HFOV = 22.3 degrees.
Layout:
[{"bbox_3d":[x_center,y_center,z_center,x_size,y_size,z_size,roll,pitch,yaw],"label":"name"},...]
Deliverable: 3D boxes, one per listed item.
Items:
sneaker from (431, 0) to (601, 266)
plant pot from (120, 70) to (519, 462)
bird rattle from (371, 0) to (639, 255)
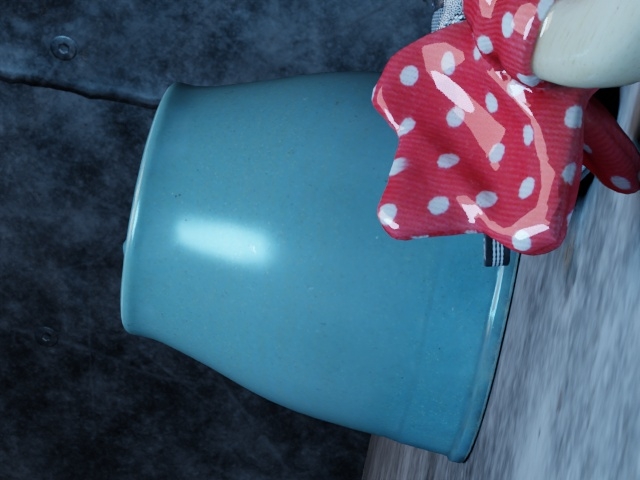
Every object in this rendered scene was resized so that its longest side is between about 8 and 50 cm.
[{"bbox_3d":[0.092,-0.120,0.755,0.153,0.101,0.268,-81,-8,-60],"label":"sneaker"},{"bbox_3d":[0.000,0.000,1.146,0.271,0.255,0.272,11,-90,-88],"label":"plant pot"},{"bbox_3d":[0.076,-0.123,0.557,0.207,0.143,0.253,168,105,-70],"label":"bird rattle"}]
